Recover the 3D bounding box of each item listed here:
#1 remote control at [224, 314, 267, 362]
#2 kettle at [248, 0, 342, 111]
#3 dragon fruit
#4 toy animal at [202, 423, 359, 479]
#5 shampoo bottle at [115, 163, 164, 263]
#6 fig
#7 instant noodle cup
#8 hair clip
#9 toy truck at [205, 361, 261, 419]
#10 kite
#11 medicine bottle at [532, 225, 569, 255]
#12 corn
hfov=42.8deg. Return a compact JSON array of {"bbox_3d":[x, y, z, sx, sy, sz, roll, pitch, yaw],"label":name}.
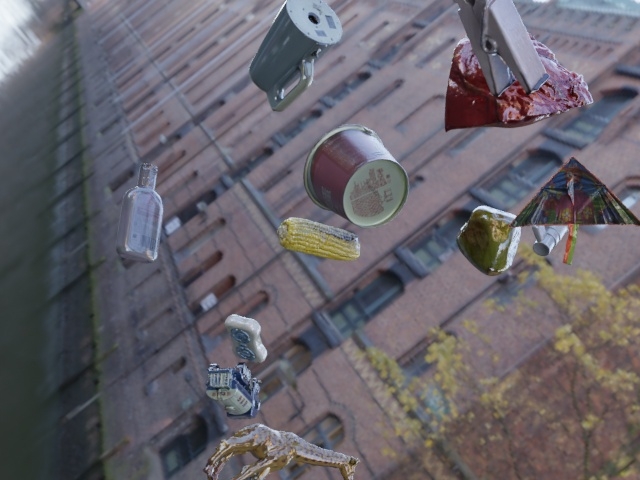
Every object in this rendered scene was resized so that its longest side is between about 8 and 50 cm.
[{"bbox_3d":[-0.148,0.196,1.616,0.074,0.032,0.122,11,-41,20],"label":"remote control"},{"bbox_3d":[-0.068,-0.456,2.040,0.160,0.243,0.211,-1,61,-37],"label":"kettle"},{"bbox_3d":[0.466,-0.362,1.908,0.330,0.302,0.240,7,-9,10],"label":"dragon fruit"},{"bbox_3d":[-0.067,0.382,1.411,0.054,0.275,0.149,-47,-123,60],"label":"toy animal"},{"bbox_3d":[-0.300,-0.048,1.376,0.080,0.040,0.165,22,65,-45],"label":"shampoo bottle"},{"bbox_3d":[0.400,0.003,1.916,0.144,0.154,0.166,80,0,-66],"label":"fig"},{"bbox_3d":[0.095,-0.146,1.995,0.235,0.235,0.178,52,-3,-35],"label":"instant noodle cup"},{"bbox_3d":[0.338,-0.434,1.614,0.101,0.085,0.331,17,-34,54],"label":"hair clip"},{"bbox_3d":[-0.168,0.294,1.597,0.202,0.074,0.088,69,17,-63],"label":"toy truck"},{"bbox_3d":[0.368,-0.044,1.193,0.010,0.190,0.159,-5,93,-73],"label":"kite"},{"bbox_3d":[0.495,-0.057,1.706,0.061,0.221,0.092,-1,-55,38],"label":"medicine bottle"},{"bbox_3d":[0.000,0.000,1.737,0.203,0.072,0.072,15,21,-32],"label":"corn"}]
